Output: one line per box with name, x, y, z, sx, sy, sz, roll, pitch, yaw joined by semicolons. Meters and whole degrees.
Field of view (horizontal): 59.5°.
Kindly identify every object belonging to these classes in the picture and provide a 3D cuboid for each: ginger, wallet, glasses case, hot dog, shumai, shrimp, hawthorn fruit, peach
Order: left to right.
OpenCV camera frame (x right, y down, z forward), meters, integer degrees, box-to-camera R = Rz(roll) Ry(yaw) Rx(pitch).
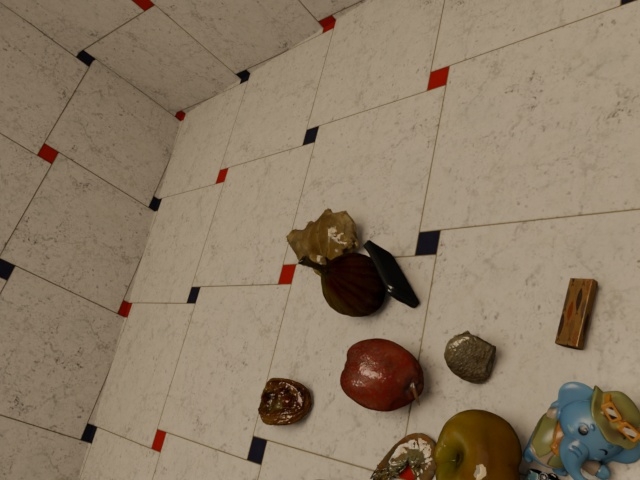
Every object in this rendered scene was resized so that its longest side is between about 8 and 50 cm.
hot dog;-0.131;0.552;1.908;0.227;0.099;0.160;-18;56;38
ginger;0.009;0.024;2.090;0.236;0.166;0.375;67;154;5
hawthorn fruit;0.190;0.390;1.574;0.262;0.210;0.210;17;80;42
wallet;0.215;0.100;1.755;0.044;0.149;0.250;-43;43;18
shrimp;0.227;0.623;1.518;0.236;0.053;0.133;-45;61;14
shumai;0.394;0.291;1.482;0.145;0.145;0.116;-43;5;21
peach;0.363;0.524;1.314;0.251;0.153;0.251;-161;90;-81
glasses case;0.620;0.176;1.348;0.065;0.041;0.169;-3;66;60

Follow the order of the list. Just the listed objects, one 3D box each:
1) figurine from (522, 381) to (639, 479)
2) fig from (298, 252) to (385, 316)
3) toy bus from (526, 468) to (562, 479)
figurine;0.564;0.423;1.199;0.180;0.154;0.262;53;126;40
fig;0.053;0.126;1.781;0.217;0.321;0.216;-25;55;41
toy bus;0.512;0.555;1.223;0.123;0.060;0.074;10;79;48
